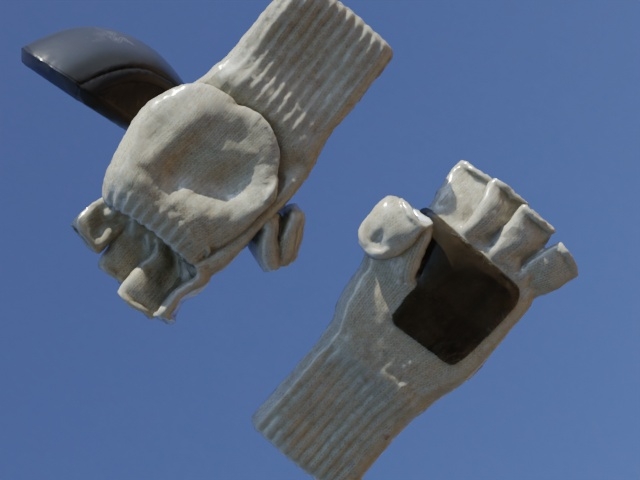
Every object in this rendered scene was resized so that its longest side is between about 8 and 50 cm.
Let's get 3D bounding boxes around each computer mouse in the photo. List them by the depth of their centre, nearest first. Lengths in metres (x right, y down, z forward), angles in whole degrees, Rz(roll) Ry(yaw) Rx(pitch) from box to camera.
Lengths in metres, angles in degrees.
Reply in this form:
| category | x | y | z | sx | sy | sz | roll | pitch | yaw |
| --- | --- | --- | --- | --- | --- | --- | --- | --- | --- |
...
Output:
| category | x | y | z | sx | sy | sz | roll | pitch | yaw |
| --- | --- | --- | --- | --- | --- | --- | --- | --- | --- |
| computer mouse | -0.144 | -0.119 | 1.229 | 0.060 | 0.184 | 0.262 | -56 | -36 | 1 |

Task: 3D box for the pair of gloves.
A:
| category | x | y | z | sx | sy | sz | roll | pitch | yaw |
| --- | --- | --- | --- | --- | --- | --- | --- | --- | --- |
| pair of gloves | 0.000 | 0.000 | 0.902 | 0.204 | 0.042 | 0.240 | -43 | -81 | 1 |
